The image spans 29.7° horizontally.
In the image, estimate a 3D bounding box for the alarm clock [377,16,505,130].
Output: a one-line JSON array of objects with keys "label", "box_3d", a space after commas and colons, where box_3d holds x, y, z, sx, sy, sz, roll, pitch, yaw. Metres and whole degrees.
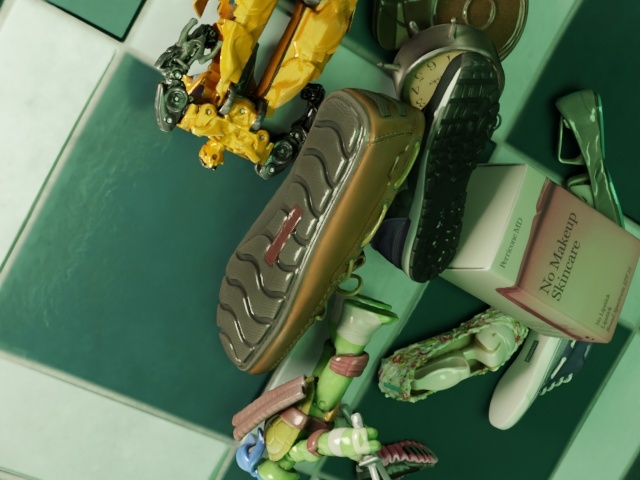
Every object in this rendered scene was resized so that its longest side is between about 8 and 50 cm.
[{"label": "alarm clock", "box_3d": [0.162, -0.187, 1.451, 0.129, 0.064, 0.192, -28, 133, 21]}]

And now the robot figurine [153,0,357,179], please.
[{"label": "robot figurine", "box_3d": [-0.066, -0.214, 1.341, 0.211, 0.085, 0.291, 25, 94, -29]}]

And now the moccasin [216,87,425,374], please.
[{"label": "moccasin", "box_3d": [-0.002, -0.002, 1.394, 0.147, 0.139, 0.380, 7, 117, -42]}]

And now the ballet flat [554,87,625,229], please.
[{"label": "ballet flat", "box_3d": [0.352, -0.099, 1.598, 0.068, 0.072, 0.213, -13, 114, 9]}]

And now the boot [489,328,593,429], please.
[{"label": "boot", "box_3d": [0.310, 0.186, 1.661, 0.086, 0.069, 0.190, 29, 92, -27]}]

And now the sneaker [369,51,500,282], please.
[{"label": "sneaker", "box_3d": [0.112, -0.098, 1.422, 0.107, 0.124, 0.283, -10, 124, -44]}]

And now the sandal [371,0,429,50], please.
[{"label": "sandal", "box_3d": [0.099, -0.330, 1.400, 0.090, 0.060, 0.219, -6, 124, -21]}]

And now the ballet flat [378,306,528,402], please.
[{"label": "ballet flat", "box_3d": [0.190, 0.156, 1.591, 0.241, 0.077, 0.091, -24, 115, -17]}]

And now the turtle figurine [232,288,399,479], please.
[{"label": "turtle figurine", "box_3d": [0.051, 0.212, 1.481, 0.198, 0.274, 0.266, 9, 101, -63]}]

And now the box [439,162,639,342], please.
[{"label": "box", "box_3d": [0.275, 0.017, 1.537, 0.232, 0.127, 0.149, 29, 76, -30]}]

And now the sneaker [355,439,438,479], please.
[{"label": "sneaker", "box_3d": [0.099, 0.303, 1.620, 0.119, 0.047, 0.057, 1, 113, -18]}]

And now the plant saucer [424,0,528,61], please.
[{"label": "plant saucer", "box_3d": [0.189, -0.280, 1.472, 0.168, 0.029, 0.169, -8, 109, -24]}]
